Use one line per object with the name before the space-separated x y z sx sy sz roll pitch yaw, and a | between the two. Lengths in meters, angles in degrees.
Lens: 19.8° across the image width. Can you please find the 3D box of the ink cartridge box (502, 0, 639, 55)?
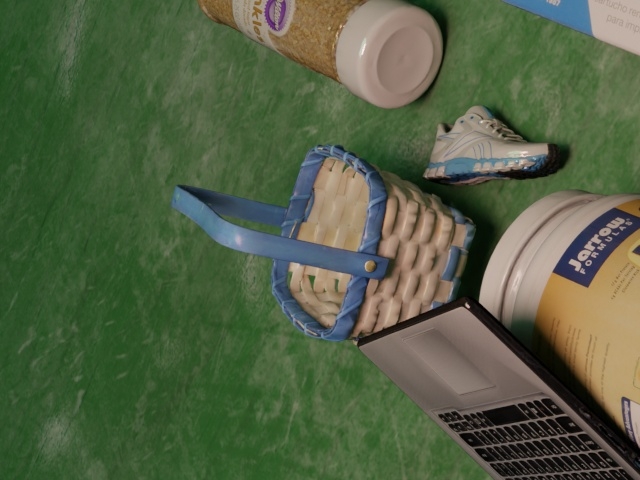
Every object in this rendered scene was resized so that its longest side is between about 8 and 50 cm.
ink cartridge box | 0.354 -0.366 1.681 0.285 0.166 0.395 31 111 47

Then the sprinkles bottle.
sprinkles bottle | -0.009 -0.263 2.157 0.355 0.121 0.121 32 112 47

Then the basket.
basket | 0.000 0.000 1.970 0.255 0.289 0.201 -141 69 -69

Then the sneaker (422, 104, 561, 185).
sneaker | 0.180 -0.105 1.960 0.191 0.071 0.083 -1 81 50

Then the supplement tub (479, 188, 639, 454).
supplement tub | 0.316 0.088 1.653 0.316 0.228 0.228 26 108 48

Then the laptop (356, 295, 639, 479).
laptop | 0.157 0.291 1.716 0.408 0.236 0.382 44 164 -3
